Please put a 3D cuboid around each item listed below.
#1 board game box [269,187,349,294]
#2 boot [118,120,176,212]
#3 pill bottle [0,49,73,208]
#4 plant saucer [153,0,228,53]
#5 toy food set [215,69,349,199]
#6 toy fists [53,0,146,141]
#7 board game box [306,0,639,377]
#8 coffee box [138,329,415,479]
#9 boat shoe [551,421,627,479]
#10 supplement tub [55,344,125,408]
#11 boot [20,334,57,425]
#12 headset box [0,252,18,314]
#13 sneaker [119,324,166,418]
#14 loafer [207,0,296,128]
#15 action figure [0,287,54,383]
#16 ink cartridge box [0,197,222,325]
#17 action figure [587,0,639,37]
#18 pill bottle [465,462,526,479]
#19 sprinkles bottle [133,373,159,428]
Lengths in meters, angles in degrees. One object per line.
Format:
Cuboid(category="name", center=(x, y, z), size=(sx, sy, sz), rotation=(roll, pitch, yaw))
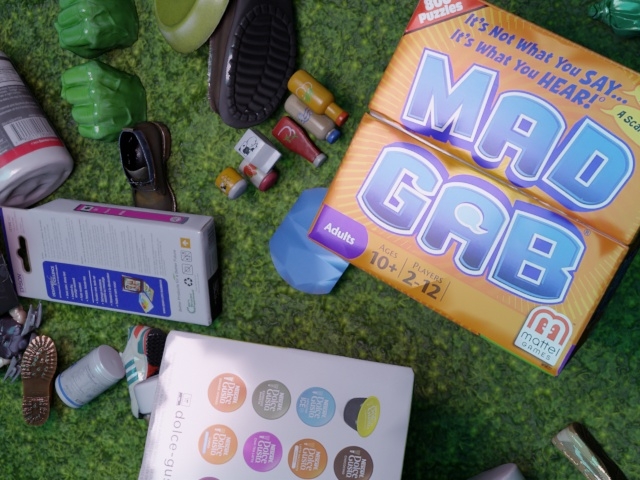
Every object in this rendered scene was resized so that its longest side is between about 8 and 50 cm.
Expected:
Cuboid(category="board game box", center=(0.000, 0.000, 1.673), size=(0.133, 0.033, 0.169), rotation=(37, 100, 19))
Cuboid(category="boot", center=(-0.295, -0.088, 1.732), size=(0.082, 0.106, 0.219), rotation=(-3, 93, 18))
Cuboid(category="pill bottle", center=(-0.572, -0.216, 1.789), size=(0.176, 0.176, 0.319), rotation=(-36, 81, 18))
Cuboid(category="plant saucer", center=(-0.203, -0.414, 1.645), size=(0.241, 0.037, 0.241), rotation=(-20, 65, 50))
Cuboid(category="toy food set", center=(-0.051, -0.141, 1.638), size=(0.104, 0.111, 0.232), rotation=(42, 103, 13))
Cuboid(category="toy fists", center=(-0.368, -0.300, 1.728), size=(0.096, 0.142, 0.279), rotation=(-4, 91, 20))
Cuboid(category="board game box", center=(0.262, -0.084, 1.398), size=(0.356, 0.356, 0.356), rotation=(29, 102, 16))
Cuboid(category="coffee box", center=(-0.059, 0.331, 1.472), size=(0.334, 0.338, 0.338), rotation=(9, 78, 3))
Cuboid(category="boat shoe", center=(0.402, 0.340, 1.537), size=(0.048, 0.056, 0.153), rotation=(-43, 77, 26))
Cuboid(category="supplement tub", center=(-0.396, 0.235, 1.808), size=(0.107, 0.071, 0.071), rotation=(-35, 81, 17))
Cuboid(category="boot", center=(-0.490, 0.234, 1.834), size=(0.059, 0.084, 0.158), rotation=(8, 101, -9))
Cuboid(category="headset box", center=(-0.618, -0.007, 1.752), size=(0.110, 0.218, 0.293), rotation=(-28, 61, -21))
Cuboid(category="sneaker", center=(-0.307, 0.220, 1.791), size=(0.075, 0.057, 0.161), rotation=(13, 102, 39))
Cuboid(category="loafer", center=(-0.119, -0.355, 1.659), size=(0.130, 0.133, 0.366), rotation=(5, 85, 46))
Cuboid(category="action figure", center=(-0.599, 0.138, 1.864), size=(0.284, 0.099, 0.185), rotation=(24, 94, 2))
Cuboid(category="ink cartridge box", center=(-0.347, 0.030, 1.745), size=(0.370, 0.069, 0.176), rotation=(6, 118, 15))
Cuboid(category="action figure", center=(0.489, -0.322, 1.459), size=(0.232, 0.063, 0.137), rotation=(3, 96, 16))
Cuboid(category="pill bottle", center=(0.295, 0.520, 1.501), size=(0.210, 0.210, 0.363), rotation=(-30, 83, 19))
Cuboid(category="sprinkles bottle", center=(-0.195, 0.384, 1.712), size=(0.121, 0.121, 0.356), rotation=(-18, 89, 20))
